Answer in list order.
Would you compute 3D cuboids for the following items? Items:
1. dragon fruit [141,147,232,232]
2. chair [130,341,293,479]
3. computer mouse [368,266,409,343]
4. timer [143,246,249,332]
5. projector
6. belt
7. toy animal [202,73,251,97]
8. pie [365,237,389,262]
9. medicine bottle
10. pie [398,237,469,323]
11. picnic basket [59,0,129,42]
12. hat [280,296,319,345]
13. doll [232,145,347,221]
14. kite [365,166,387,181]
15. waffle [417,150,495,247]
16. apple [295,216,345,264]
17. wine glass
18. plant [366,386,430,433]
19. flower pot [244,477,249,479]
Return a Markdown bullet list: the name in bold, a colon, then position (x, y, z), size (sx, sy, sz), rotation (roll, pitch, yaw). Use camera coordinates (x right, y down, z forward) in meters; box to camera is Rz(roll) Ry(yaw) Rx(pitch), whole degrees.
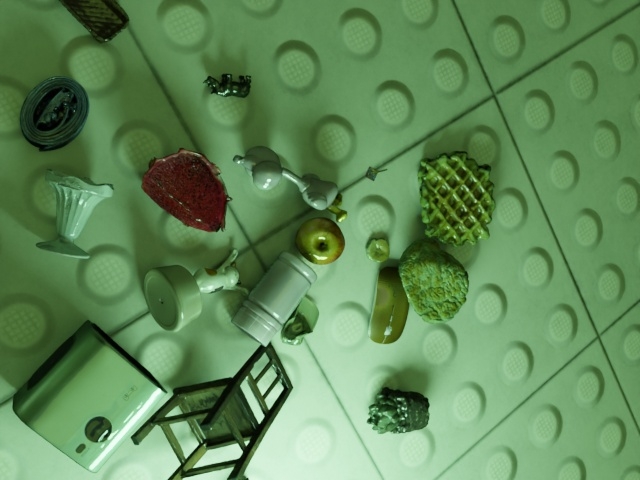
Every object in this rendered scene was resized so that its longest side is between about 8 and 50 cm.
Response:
- **dragon fruit**: position (-0.350, -0.143, 1.733), size (0.274, 0.126, 0.161), rotation (43, 65, -29)
- **chair**: position (-0.274, 0.464, 1.760), size (0.241, 0.416, 0.203), rotation (-20, 103, 23)
- **computer mouse**: position (0.215, 0.204, 2.031), size (0.126, 0.056, 0.245), rotation (11, 89, -24)
- **timer**: position (-0.318, 0.120, 1.754), size (0.266, 0.175, 0.175), rotation (-21, 101, -41)
- **projector**: position (-0.557, 0.370, 1.577), size (0.248, 0.248, 0.249), rotation (46, 74, -18)
- **belt**: position (-0.657, -0.310, 1.601), size (0.141, 0.082, 0.190), rotation (38, 75, -15)
- **toy animal**: position (-0.259, -0.430, 1.798), size (0.136, 0.047, 0.065), rotation (-2, 101, -30)
- **pie**: position (0.179, 0.030, 2.026), size (0.084, 0.020, 0.084), rotation (0, 91, -23)
- **medicine bottle**: position (-0.129, 0.163, 1.829), size (0.133, 0.133, 0.249), rotation (41, 74, -20)
- **pie**: position (0.351, 0.130, 2.043), size (0.274, 0.105, 0.257), rotation (44, 57, -19)
- **picnic basket**: position (-0.584, -0.595, 1.640), size (0.193, 0.055, 0.110), rotation (47, 73, -18)
- **hat**: position (-0.070, 0.234, 1.884), size (0.122, 0.081, 0.166), rotation (43, 55, -43)
- **doll**: position (-0.080, -0.168, 1.835), size (0.365, 0.160, 0.094), rotation (20, 121, -25)
- **kite**: position (0.174, -0.206, 2.026), size (0.078, 0.002, 0.044), rotation (5, 90, -24)
- **waffle**: position (0.443, -0.134, 2.114), size (0.297, 0.073, 0.317), rotation (0, 89, -24)
- **apple**: position (0.000, 0.000, 1.892), size (0.147, 0.146, 0.146), rotation (-1, 92, -24)
- **wine glass**: position (-0.611, -0.065, 1.592), size (0.165, 0.165, 0.196), rotation (16, 89, -24)
- **plant**: position (0.237, 0.528, 2.011), size (0.195, 0.129, 0.132), rotation (5, 87, -28)
- **flower pot**: position (-0.230, 0.737, 1.828), size (0.089, 0.111, 0.111), rotation (-19, 100, -7)
